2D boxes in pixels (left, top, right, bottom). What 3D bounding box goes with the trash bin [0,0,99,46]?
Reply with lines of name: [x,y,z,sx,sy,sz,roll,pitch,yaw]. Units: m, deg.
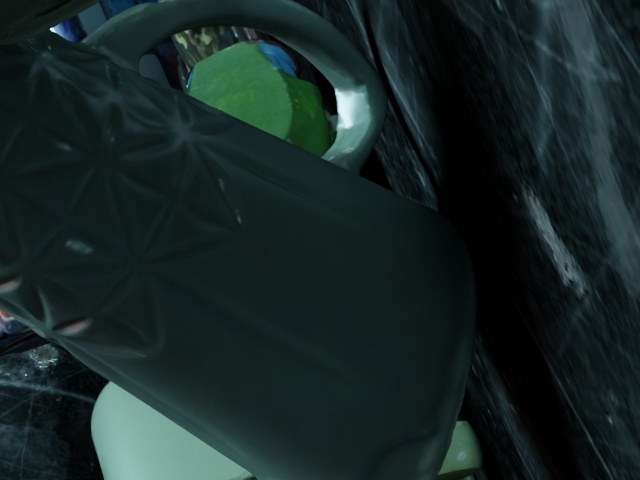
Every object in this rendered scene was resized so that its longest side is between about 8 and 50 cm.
trash bin: [-0.120,-0.218,0.679,0.250,0.219,0.220,60,178,-2]

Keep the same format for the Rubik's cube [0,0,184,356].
Rubik's cube: [-0.227,-0.079,1.576,0.287,0.293,0.292,66,-158,3]

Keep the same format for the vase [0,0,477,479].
vase: [-0.069,-0.011,0.854,0.301,0.251,0.156,30,158,-35]

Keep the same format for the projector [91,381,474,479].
projector: [-0.018,0.212,1.420,0.249,0.248,0.248,-124,11,-66]

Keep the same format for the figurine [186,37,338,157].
figurine: [-0.013,0.004,1.184,0.234,0.127,0.185,57,-173,-36]

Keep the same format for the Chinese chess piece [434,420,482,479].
Chinese chess piece: [0.060,0.138,1.185,0.084,0.084,0.034,86,168,-77]

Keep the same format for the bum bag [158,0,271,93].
bum bag: [-0.076,-0.160,1.322,0.102,0.069,0.248,-149,41,-67]
